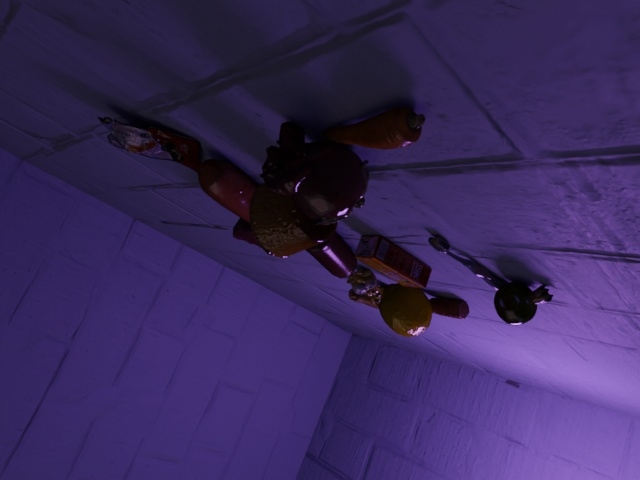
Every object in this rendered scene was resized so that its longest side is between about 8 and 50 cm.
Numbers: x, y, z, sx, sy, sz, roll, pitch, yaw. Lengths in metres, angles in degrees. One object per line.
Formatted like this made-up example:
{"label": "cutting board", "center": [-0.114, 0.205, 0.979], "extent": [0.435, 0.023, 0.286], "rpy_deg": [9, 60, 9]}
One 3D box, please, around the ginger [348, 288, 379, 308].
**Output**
{"label": "ginger", "center": [0.222, 0.242, 2.087], "extent": [0.205, 0.081, 0.115], "rpy_deg": [12, 177, 15]}

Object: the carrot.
{"label": "carrot", "center": [0.073, -0.176, 0.821], "extent": [0.061, 0.061, 0.256], "rpy_deg": [32, 165, -32]}

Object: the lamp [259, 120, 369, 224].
{"label": "lamp", "center": [-0.007, -0.109, 0.936], "extent": [0.223, 0.151, 0.215], "rpy_deg": [17, -152, -11]}

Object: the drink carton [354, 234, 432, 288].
{"label": "drink carton", "center": [0.214, 0.065, 1.460], "extent": [0.222, 0.071, 0.096], "rpy_deg": [30, 164, -29]}

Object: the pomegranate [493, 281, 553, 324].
{"label": "pomegranate", "center": [0.514, 0.154, 1.266], "extent": [0.114, 0.115, 0.142], "rpy_deg": [31, 139, -30]}

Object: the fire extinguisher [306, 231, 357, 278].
{"label": "fire extinguisher", "center": [0.000, 0.000, 1.523], "extent": [0.147, 0.106, 0.337], "rpy_deg": [44, 178, 33]}

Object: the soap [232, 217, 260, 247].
{"label": "soap", "center": [-0.176, -0.038, 1.623], "extent": [0.289, 0.112, 0.182], "rpy_deg": [12, 160, 41]}

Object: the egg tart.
{"label": "egg tart", "center": [-0.056, -0.058, 1.197], "extent": [0.147, 0.203, 0.202], "rpy_deg": [-4, 151, 43]}

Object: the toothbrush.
{"label": "toothbrush", "center": [0.411, 0.080, 1.292], "extent": [0.375, 0.028, 0.037], "rpy_deg": [31, 157, -28]}

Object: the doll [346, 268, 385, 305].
{"label": "doll", "center": [0.205, 0.187, 1.900], "extent": [0.117, 0.086, 0.291], "rpy_deg": [-29, 139, 19]}

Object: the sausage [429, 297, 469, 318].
{"label": "sausage", "center": [0.438, 0.237, 1.753], "extent": [0.065, 0.065, 0.169], "rpy_deg": [31, 164, -31]}

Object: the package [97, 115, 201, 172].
{"label": "package", "center": [-0.446, -0.261, 1.325], "extent": [0.269, 0.071, 0.194], "rpy_deg": [11, 169, -6]}

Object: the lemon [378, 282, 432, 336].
{"label": "lemon", "center": [0.298, 0.244, 1.751], "extent": [0.180, 0.180, 0.193], "rpy_deg": [3, 117, 54]}

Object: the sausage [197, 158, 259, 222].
{"label": "sausage", "center": [-0.231, -0.132, 1.357], "extent": [0.113, 0.114, 0.259], "rpy_deg": [12, 163, 39]}
